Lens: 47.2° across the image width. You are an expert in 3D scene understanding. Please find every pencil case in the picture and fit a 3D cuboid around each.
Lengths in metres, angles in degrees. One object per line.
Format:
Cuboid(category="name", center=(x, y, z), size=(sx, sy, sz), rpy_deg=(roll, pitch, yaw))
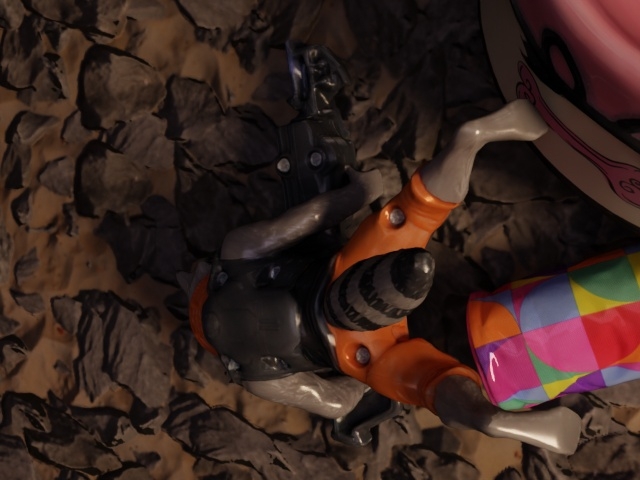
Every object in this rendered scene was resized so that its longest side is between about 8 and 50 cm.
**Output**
Cuboid(category="pencil case", center=(0.224, 0.054, 0.517), size=(0.236, 0.104, 0.104), rpy_deg=(-17, 90, 20))

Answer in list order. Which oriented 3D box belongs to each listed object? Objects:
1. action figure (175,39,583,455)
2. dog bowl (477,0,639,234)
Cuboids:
Cuboid(category="action figure", center=(0.000, 0.000, 0.527), size=(0.330, 0.179, 0.341), rpy_deg=(-16, 85, 47))
Cuboid(category="dog bowl", center=(0.282, -0.191, 0.399), size=(0.408, 0.150, 0.407), rpy_deg=(-3, 81, 20))
